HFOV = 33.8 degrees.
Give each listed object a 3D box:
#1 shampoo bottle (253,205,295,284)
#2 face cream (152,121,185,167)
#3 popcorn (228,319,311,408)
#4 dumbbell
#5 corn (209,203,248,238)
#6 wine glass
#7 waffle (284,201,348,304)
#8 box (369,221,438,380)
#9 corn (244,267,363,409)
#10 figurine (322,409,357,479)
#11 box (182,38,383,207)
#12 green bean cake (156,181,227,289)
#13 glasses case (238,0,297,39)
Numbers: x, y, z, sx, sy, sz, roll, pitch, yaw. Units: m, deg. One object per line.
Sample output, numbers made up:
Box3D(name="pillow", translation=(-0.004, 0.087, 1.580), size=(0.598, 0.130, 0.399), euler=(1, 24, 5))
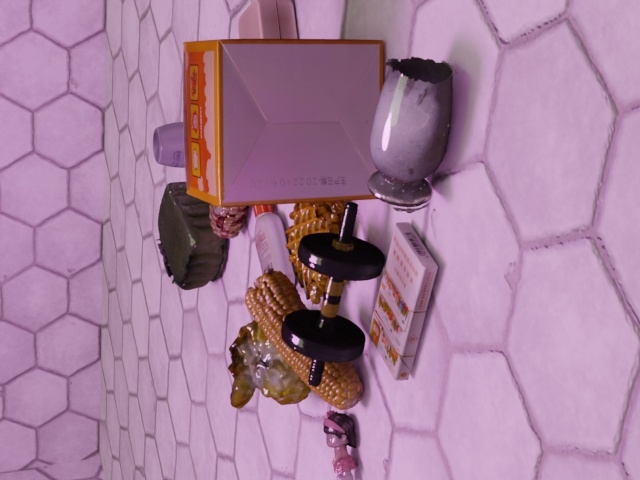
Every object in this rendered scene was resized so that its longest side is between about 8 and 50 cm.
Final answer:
Box3D(name="shampoo bottle", translation=(-0.101, 0.003, 2.147), size=(0.108, 0.051, 0.221), euler=(124, 137, -58))
Box3D(name="face cream", translation=(-0.368, -0.244, 2.686), size=(0.117, 0.104, 0.117), euler=(177, 90, -68))
Box3D(name="popcorn", translation=(-0.093, 0.232, 1.994), size=(0.198, 0.212, 0.198), euler=(62, -176, -8))
Box3D(name="dumbbell", translation=(0.019, 0.091, 1.723), size=(0.143, 0.143, 0.326), euler=(-134, 52, -58))
Box3D(name="corn", translation=(-0.195, -0.117, 2.300), size=(0.098, 0.098, 0.290), euler=(-115, 30, -41))
Box3D(name="wine glass", translation=(0.126, -0.152, 1.482), size=(0.111, 0.111, 0.204), euler=(-124, 33, -51))
Box3D(name="waffle", translation=(0.000, 0.000, 1.882), size=(0.193, 0.070, 0.197), euler=(-131, 44, -56))
Box3D(name="box", translation=(0.126, 0.095, 1.631), size=(0.122, 0.032, 0.220), euler=(-120, 32, -49))
Box3D(name="corn", translation=(-0.028, 0.178, 1.862), size=(0.292, 0.101, 0.101), euler=(49, 144, 19))
Box3D(name="figurine", translation=(0.039, 0.368, 1.880), size=(0.072, 0.054, 0.129), euler=(156, 102, -82))
Box3D(name="box", translation=(-0.064, -0.197, 1.711), size=(0.214, 0.283, 0.260), euler=(-162, 70, -65))
Box3D(name="green bean cake", translation=(-0.315, -0.007, 2.580), size=(0.223, 0.124, 0.227), euler=(117, 140, -48))
Box3D(name="glasses case", translation=(-0.091, -0.290, 2.035), size=(0.144, 0.076, 0.337), euler=(162, 103, -68))
